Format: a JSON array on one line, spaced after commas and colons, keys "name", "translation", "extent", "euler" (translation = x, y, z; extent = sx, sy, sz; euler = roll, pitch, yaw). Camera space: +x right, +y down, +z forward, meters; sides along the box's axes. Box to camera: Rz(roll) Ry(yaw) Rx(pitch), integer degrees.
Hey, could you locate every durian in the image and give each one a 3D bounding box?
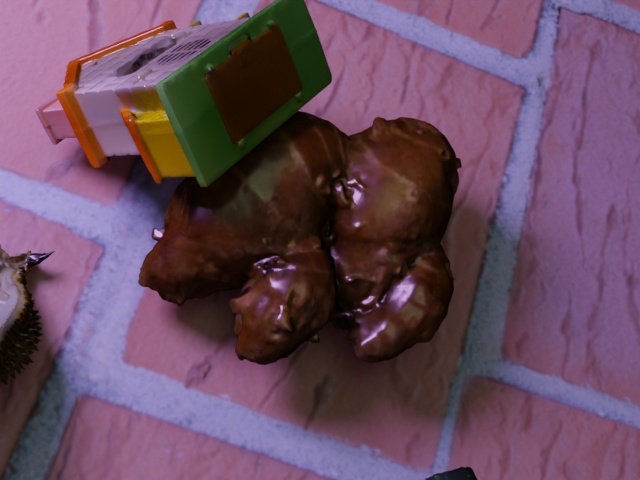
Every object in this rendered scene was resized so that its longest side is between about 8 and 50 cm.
[{"name": "durian", "translation": [-0.361, 0.066, 1.024], "extent": [0.193, 0.138, 0.237], "euler": [53, 21, 2]}]

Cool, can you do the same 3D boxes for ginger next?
[{"name": "ginger", "translation": [-0.011, -0.003, 1.144], "extent": [0.358, 0.152, 0.274], "euler": [2, 78, -15]}]

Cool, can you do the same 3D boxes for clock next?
[{"name": "clock", "translation": [-0.156, -0.155, 1.117], "extent": [0.220, 0.255, 0.106], "euler": [-44, 123, -39]}]

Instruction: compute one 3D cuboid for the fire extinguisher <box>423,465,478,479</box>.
[{"name": "fire extinguisher", "translation": [0.167, 0.372, 1.031], "extent": [0.118, 0.093, 0.294], "euler": [-29, 62, 10]}]
